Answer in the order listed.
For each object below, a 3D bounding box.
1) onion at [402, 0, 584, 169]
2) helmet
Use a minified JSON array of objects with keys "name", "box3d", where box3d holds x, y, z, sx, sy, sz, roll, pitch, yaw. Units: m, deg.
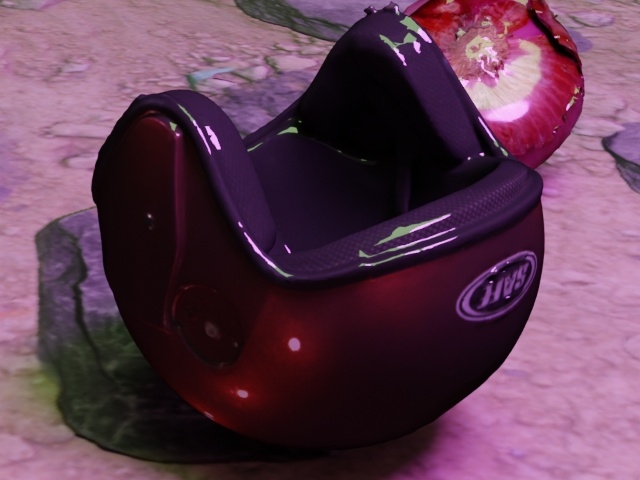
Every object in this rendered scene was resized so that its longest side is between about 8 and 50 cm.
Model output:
[{"name":"onion","box3d":[0.111,-0.095,1.135,0.150,0.140,0.150,-4,65,9]},{"name":"helmet","box3d":[0.000,0.000,0.763,0.216,0.193,0.189,10,24,40]}]
